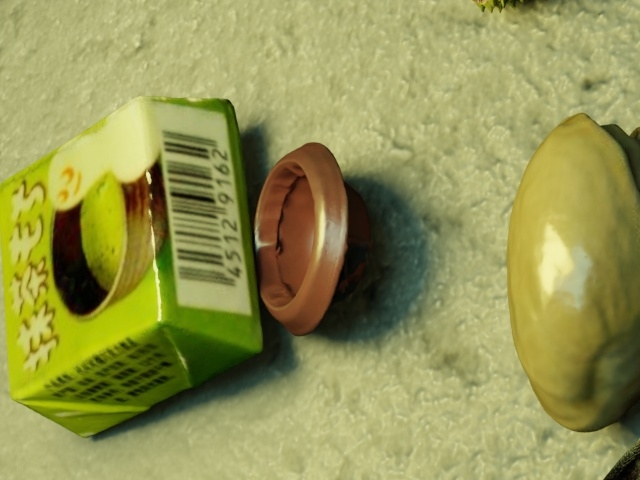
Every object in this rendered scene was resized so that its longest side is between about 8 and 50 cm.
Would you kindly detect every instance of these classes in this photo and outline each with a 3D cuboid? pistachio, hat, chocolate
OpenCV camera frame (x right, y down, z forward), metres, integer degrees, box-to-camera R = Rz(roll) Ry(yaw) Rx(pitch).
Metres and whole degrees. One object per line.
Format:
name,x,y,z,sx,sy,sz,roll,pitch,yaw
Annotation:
pistachio,0.247,0.027,1.612,0.181,0.162,0.293,-26,59,59
hat,0.000,0.000,1.808,0.205,0.089,0.205,-173,90,-66
chocolate,-0.214,0.022,1.898,0.288,0.137,0.301,-28,58,37

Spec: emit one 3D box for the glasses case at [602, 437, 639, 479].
glasses case,0.327,0.191,1.508,0.314,0.075,0.122,-50,27,30

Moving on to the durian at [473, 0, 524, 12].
durian,0.189,-0.294,1.810,0.108,0.119,0.187,111,152,-44
